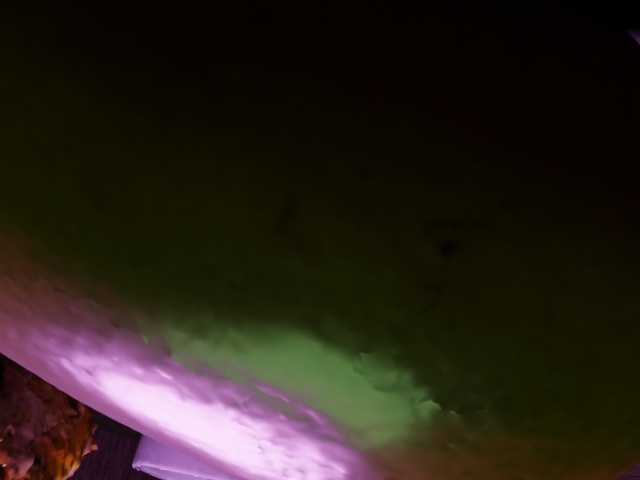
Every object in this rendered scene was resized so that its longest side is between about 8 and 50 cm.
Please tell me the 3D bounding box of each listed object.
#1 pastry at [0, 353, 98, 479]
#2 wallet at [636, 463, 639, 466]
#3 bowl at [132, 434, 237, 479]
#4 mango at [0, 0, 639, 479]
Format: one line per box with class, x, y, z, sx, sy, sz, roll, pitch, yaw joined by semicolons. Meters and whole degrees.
pastry;-0.418;0.179;2.021;0.405;0.292;0.337;35;-152;32
wallet;0.143;0.138;1.503;0.309;0.042;0.165;-10;134;28
bowl;-0.065;0.236;2.228;0.287;0.144;0.287;13;168;3
mango;-0.053;-0.033;0.783;0.445;0.232;0.300;19;173;7
